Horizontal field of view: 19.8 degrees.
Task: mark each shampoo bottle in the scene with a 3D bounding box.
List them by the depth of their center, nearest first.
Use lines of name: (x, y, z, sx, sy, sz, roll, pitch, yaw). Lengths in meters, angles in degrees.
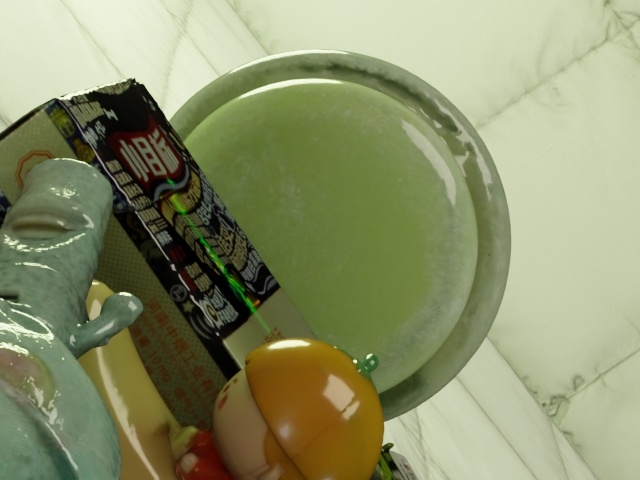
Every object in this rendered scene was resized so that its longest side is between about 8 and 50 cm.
shampoo bottle: (0.000, 0.000, 1.569, 0.322, 0.322, 0.317, 54, 5, 1)

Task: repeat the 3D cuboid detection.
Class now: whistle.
whistle: (-0.169, 0.073, 0.979, 0.134, 0.142, 0.346, 60, 21, -28)

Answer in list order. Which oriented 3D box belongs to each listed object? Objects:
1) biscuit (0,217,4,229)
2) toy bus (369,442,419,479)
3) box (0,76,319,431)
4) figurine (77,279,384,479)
biscuit: (-0.206, 0.023, 1.291, 0.220, 0.066, 0.220, 51, 12, -15)
toy bus: (0.085, 0.318, 1.542, 0.302, 0.113, 0.139, 60, 11, 14)
box: (-0.100, 0.039, 1.287, 0.310, 0.084, 0.198, 56, 14, -2)
figurine: (-0.050, 0.153, 1.129, 0.324, 0.222, 0.124, 54, 13, -6)
